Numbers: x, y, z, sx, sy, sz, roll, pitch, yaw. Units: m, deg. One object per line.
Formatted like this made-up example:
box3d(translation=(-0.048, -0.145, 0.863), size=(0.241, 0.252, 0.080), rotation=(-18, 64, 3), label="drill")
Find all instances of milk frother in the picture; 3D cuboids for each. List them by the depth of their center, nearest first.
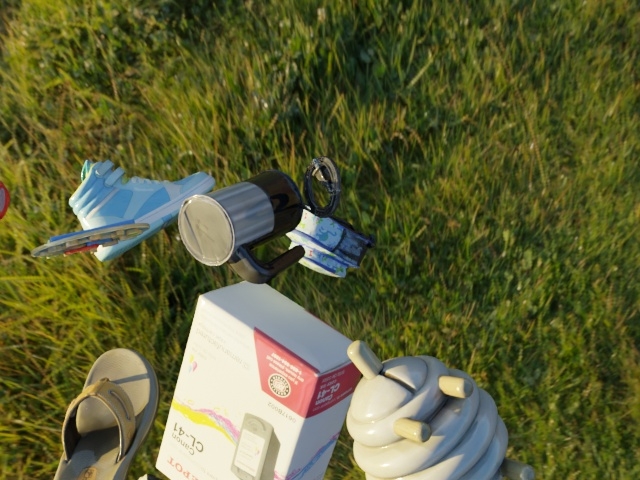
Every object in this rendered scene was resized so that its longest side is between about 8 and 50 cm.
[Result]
box3d(translation=(-0.063, -0.039, 0.909), size=(0.129, 0.143, 0.134), rotation=(39, 35, 17), label="milk frother")

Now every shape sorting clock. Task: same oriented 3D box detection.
box3d(translation=(-0.401, 0.002, 1.390), size=(0.206, 0.206, 0.040), rotation=(-14, 92, 0), label="shape sorting clock")

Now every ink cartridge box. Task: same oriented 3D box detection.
box3d(translation=(-0.091, 0.243, 1.135), size=(0.226, 0.131, 0.306), rotation=(29, 113, 27), label="ink cartridge box")

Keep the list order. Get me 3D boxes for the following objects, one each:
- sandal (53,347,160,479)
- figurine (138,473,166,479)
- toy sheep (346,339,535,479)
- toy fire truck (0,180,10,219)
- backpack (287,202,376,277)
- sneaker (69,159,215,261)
box3d(translation=(-0.174, 0.148, 0.617), size=(0.072, 0.049, 0.180), rotation=(-7, 38, 13), label="sandal")
box3d(translation=(-0.251, 0.487, 1.415), size=(0.209, 0.215, 0.093), rotation=(18, 60, -28), label="figurine")
box3d(translation=(0.058, 0.105, 0.429), size=(0.091, 0.091, 0.132), rotation=(-33, 101, -6), label="toy sheep")
box3d(translation=(-0.406, -0.115, 0.896), size=(0.047, 0.192, 0.135), rotation=(-4, 41, 21), label="toy fire truck")
box3d(translation=(0.000, 0.000, 1.134), size=(0.114, 0.105, 0.084), rotation=(33, 82, -27), label="backpack")
box3d(translation=(-0.397, -0.118, 1.726), size=(0.319, 0.127, 0.208), rotation=(-35, 90, -31), label="sneaker")
